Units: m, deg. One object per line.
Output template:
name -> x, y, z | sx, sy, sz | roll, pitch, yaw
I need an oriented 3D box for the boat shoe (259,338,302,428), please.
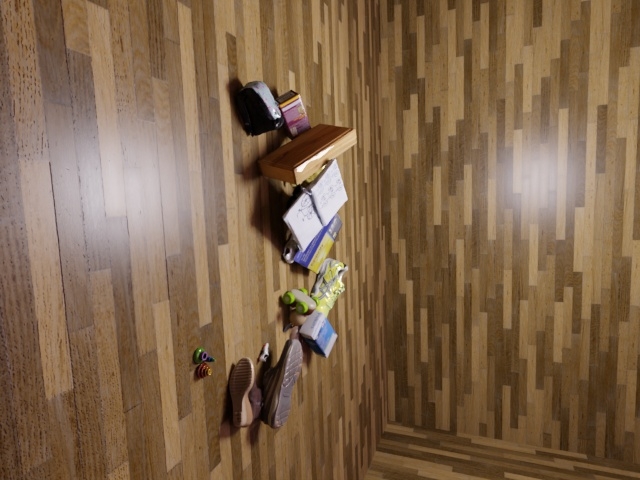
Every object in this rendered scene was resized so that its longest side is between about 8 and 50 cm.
boat shoe -> -0.178, 0.575, 1.676 | 0.132, 0.130, 0.356 | 49, 51, -53

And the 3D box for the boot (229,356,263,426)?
boot -> -0.272, 0.567, 1.541 | 0.207, 0.090, 0.249 | 55, 38, -73

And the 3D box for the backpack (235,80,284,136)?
backpack -> -0.234, -0.501, 1.531 | 0.182, 0.151, 0.115 | 60, 30, -31

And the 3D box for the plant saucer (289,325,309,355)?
plant saucer -> -0.094, 0.490, 2.002 | 0.198, 0.036, 0.199 | -1, 90, -67

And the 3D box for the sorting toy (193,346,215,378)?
sorting toy -> -0.370, 0.394, 1.311 | 0.061, 0.042, 0.102 | -30, 118, -65

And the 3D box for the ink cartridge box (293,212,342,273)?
ink cartridge box -> 0.000, 0.000, 1.990 | 0.304, 0.072, 0.307 | -62, 166, -5

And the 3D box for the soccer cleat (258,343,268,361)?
soccer cleat -> -0.226, 0.462, 1.674 | 0.083, 0.035, 0.029 | -65, 147, -45

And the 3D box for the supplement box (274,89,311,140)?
supplement box -> -0.123, -0.551, 1.801 | 0.104, 0.081, 0.188 | -33, 135, -10

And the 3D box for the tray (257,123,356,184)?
tray -> -0.048, -0.376, 1.709 | 0.411, 0.202, 0.076 | -42, 136, -35

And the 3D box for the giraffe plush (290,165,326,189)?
giraffe plush -> -0.073, -0.312, 1.903 | 0.170, 0.210, 0.182 | 0, 85, -40

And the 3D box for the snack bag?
snack bag -> -0.014, -0.139, 1.743 | 0.343, 0.037, 0.323 | -50, 154, -15

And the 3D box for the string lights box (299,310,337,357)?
string lights box -> -0.006, 0.469, 2.038 | 0.134, 0.076, 0.260 | -61, 146, -29

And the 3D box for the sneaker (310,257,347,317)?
sneaker -> 0.045, 0.272, 2.194 | 0.145, 0.147, 0.385 | 55, 43, -58

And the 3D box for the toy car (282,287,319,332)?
toy car -> -0.115, 0.335, 1.884 | 0.155, 0.148, 0.189 | -6, 125, -64

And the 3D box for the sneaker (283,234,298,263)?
sneaker -> -0.133, 0.027, 1.877 | 0.061, 0.053, 0.152 | 54, 42, -52

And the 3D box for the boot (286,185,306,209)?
boot -> -0.096, -0.148, 1.919 | 0.161, 0.083, 0.247 | 5, 124, -34
